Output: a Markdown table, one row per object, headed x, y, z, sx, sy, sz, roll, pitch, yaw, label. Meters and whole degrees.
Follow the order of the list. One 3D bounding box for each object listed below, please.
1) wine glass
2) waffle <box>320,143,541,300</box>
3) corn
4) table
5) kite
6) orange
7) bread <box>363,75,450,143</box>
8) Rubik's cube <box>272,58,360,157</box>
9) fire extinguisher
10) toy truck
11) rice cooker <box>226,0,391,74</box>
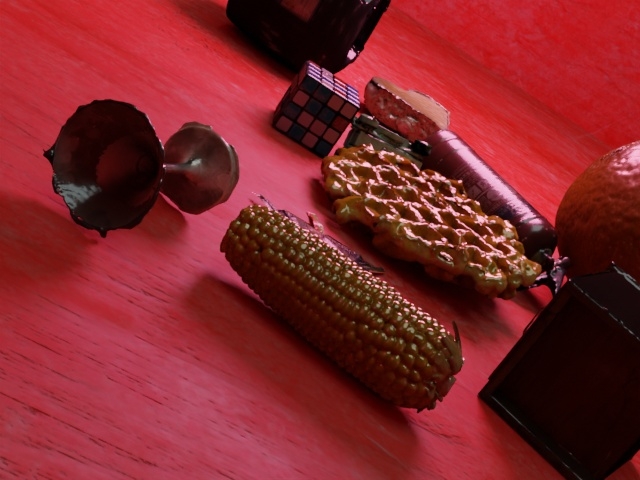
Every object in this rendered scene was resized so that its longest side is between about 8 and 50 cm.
| x | y | z | sx | sy | sz | roll | pitch | yaw | label |
| --- | --- | --- | --- | --- | --- | --- | --- | --- | --- |
| -0.157 | -0.071 | 1.054 | 0.122 | 0.122 | 0.183 | 40 | 15 | 13 | wine glass |
| 0.144 | -0.028 | 1.485 | 0.324 | 0.068 | 0.302 | 30 | 20 | -1 | waffle |
| 0.019 | 0.063 | 1.059 | 0.260 | 0.091 | 0.091 | 38 | 60 | 8 | corn |
| 0.304 | 0.142 | 1.228 | 0.172 | 0.169 | 0.193 | 43 | 22 | 21 | table |
| 0.000 | 0.000 | 1.294 | 0.190 | 0.010 | 0.159 | 32 | 18 | -14 | kite |
| 0.509 | 0.006 | 1.668 | 0.322 | 0.322 | 0.357 | 32 | 10 | -9 | orange |
| 0.171 | -0.216 | 1.994 | 0.232 | 0.064 | 0.172 | 8 | 33 | -49 | bread |
| -0.006 | -0.189 | 1.597 | 0.092 | 0.092 | 0.092 | 32 | 20 | -11 | Rubik's cube |
| 0.252 | -0.021 | 1.648 | 0.138 | 0.102 | 0.344 | -19 | 50 | -27 | fire extinguisher |
| 0.086 | -0.135 | 1.658 | 0.154 | 0.080 | 0.078 | 21 | 7 | -35 | toy truck |
| -0.009 | -0.413 | 1.882 | 0.224 | 0.267 | 0.267 | 33 | 19 | 6 | rice cooker |
